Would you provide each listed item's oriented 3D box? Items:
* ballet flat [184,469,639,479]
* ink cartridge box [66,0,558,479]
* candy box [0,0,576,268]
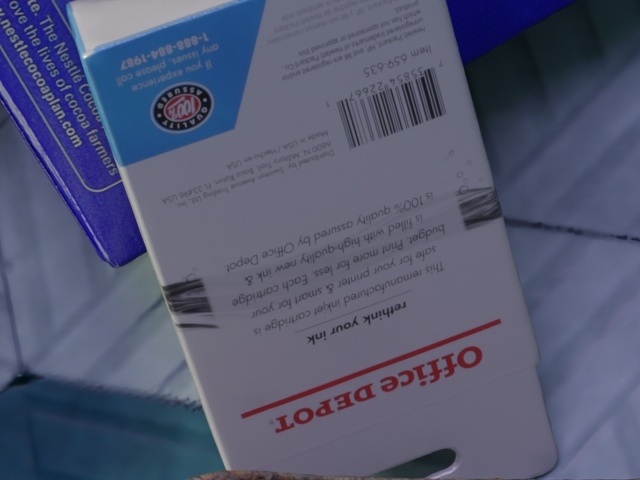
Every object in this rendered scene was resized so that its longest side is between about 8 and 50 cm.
[{"bbox_3d":[0.091,0.103,0.488,0.316,0.106,0.107,-2,55,2],"label":"ballet flat"},{"bbox_3d":[0.000,0.000,0.588,0.104,0.180,0.060,-19,24,-6],"label":"ink cartridge box"},{"bbox_3d":[0.000,-0.188,0.611,0.317,0.268,0.122,-29,30,-2],"label":"candy box"}]
